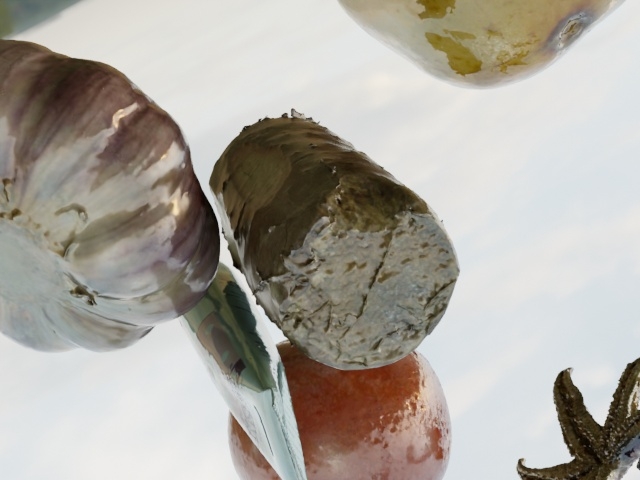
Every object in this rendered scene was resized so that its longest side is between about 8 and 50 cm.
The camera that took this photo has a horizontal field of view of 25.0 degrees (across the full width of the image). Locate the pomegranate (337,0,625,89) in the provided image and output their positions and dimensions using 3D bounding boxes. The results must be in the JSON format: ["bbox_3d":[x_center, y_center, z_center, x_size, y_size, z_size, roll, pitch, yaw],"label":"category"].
[{"bbox_3d":[0.140,-0.275,1.231,0.307,0.307,0.307,-26,-165,7],"label":"pomegranate"}]

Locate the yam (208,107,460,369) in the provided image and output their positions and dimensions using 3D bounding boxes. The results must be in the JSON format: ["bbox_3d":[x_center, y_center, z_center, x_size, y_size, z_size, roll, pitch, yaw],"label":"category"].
[{"bbox_3d":[0.002,-0.001,0.983,0.128,0.129,0.238,-50,-156,2],"label":"yam"}]

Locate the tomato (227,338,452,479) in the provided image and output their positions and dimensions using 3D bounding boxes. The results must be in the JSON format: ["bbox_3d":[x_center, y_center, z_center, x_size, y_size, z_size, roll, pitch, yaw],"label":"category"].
[{"bbox_3d":[0.018,0.181,1.341,0.208,0.184,0.208,-2,-178,0],"label":"tomato"}]

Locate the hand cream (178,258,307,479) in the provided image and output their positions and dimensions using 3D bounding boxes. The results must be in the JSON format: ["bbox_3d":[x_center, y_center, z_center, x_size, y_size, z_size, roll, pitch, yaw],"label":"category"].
[{"bbox_3d":[-0.053,0.077,1.001,0.058,0.085,0.331,-19,-157,-11],"label":"hand cream"}]

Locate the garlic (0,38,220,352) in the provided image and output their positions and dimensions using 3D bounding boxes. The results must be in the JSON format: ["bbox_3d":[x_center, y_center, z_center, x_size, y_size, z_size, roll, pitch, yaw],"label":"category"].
[{"bbox_3d":[-0.172,-0.038,0.968,0.245,0.245,0.160,-13,-143,45],"label":"garlic"}]

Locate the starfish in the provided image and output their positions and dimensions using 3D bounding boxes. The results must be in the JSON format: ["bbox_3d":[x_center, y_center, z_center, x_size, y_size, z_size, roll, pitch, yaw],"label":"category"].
[{"bbox_3d":[0.256,0.202,1.318,0.213,0.057,0.238,-43,-152,38],"label":"starfish"}]

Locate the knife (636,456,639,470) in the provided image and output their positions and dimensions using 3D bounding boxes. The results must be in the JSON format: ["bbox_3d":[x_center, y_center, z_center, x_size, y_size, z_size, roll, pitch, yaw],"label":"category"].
[{"bbox_3d":[0.299,0.174,1.193,0.028,0.060,0.230,14,97,-77],"label":"knife"}]
